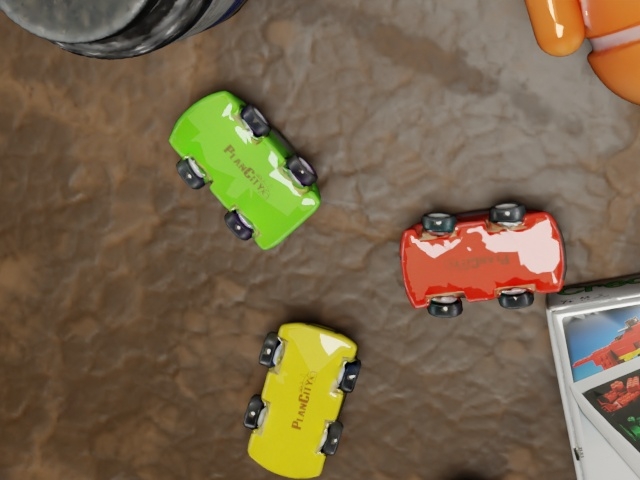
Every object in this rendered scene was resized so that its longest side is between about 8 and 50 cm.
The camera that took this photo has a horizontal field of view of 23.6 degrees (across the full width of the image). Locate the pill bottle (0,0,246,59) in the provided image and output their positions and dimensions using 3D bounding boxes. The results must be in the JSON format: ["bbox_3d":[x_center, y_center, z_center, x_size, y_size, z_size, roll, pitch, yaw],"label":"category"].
[{"bbox_3d":[-0.104,-0.163,0.832,0.123,0.219,0.122,2,102,8],"label":"pill bottle"}]

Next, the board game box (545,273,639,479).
[{"bbox_3d":[0.302,0.100,0.915,0.305,0.053,0.192,-10,101,10],"label":"board game box"}]

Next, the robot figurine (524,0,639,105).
[{"bbox_3d":[0.188,-0.167,0.837,0.128,0.158,0.219,-17,99,34],"label":"robot figurine"}]

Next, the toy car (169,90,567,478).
[{"bbox_3d":[0.000,0.000,0.939,0.239,0.053,0.225,-40,94,13],"label":"toy car"}]
